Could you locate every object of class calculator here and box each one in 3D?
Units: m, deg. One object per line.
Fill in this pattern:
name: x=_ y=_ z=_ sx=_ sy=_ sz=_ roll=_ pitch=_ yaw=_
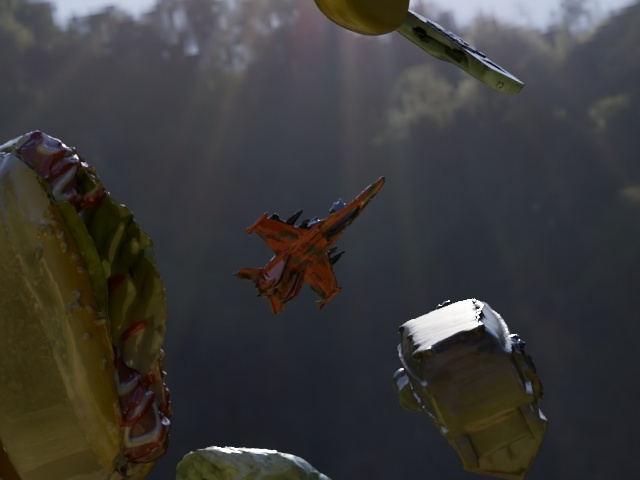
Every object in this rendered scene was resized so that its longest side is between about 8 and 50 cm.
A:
calculator: x=0.025 y=-0.250 z=1.682 sx=0.032 sy=0.146 sz=0.235 roll=-8 pitch=-8 yaw=23

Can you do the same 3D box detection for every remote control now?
remote control: x=0.130 y=-0.189 z=1.974 sx=0.065 sy=0.166 sz=0.029 roll=20 pitch=-75 yaw=-48

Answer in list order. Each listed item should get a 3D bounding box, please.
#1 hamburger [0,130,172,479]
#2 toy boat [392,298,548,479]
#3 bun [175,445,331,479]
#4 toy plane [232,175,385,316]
hamburger: x=-0.152 y=0.046 z=1.108 sx=0.116 sy=0.210 sz=0.173 roll=-20 pitch=-2 yaw=-18
toy boat: x=0.145 y=0.150 z=1.891 sx=0.136 sy=0.162 sz=0.445 roll=-25 pitch=2 yaw=1
bun: x=-0.058 y=0.240 z=1.281 sx=0.212 sy=0.204 sz=0.126 roll=-20 pitch=-17 yaw=-31
toy plane: x=-0.004 y=-0.004 z=2.121 sx=0.135 sy=0.188 sz=0.062 roll=44 pitch=-6 yaw=-29
